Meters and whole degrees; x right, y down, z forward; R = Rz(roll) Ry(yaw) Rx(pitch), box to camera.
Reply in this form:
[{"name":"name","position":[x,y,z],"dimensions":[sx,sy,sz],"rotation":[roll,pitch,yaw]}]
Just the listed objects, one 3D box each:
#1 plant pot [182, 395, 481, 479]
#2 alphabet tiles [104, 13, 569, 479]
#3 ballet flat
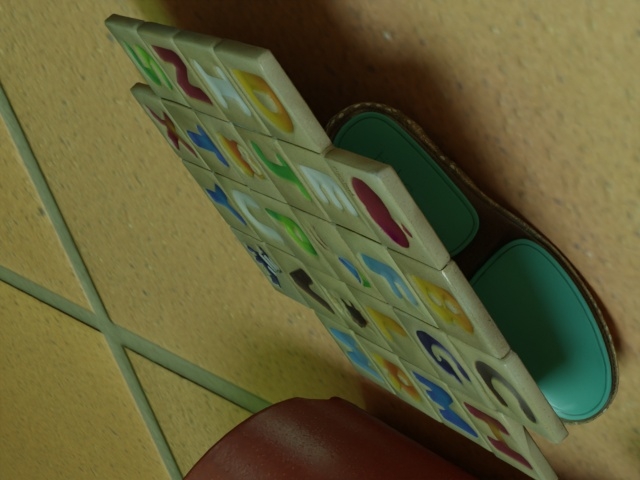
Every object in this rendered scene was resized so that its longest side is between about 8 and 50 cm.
[{"name":"plant pot","position":[0.045,0.245,1.034],"dimensions":[0.265,0.272,0.272],"rotation":[34,151,40]},{"name":"alphabet tiles","position":[0.000,0.000,0.911],"dimensions":[0.285,0.011,0.342],"rotation":[55,166,-24]},{"name":"ballet flat","position":[0.079,0.009,0.872],"dimensions":[0.206,0.073,0.067],"rotation":[51,179,-2]}]
